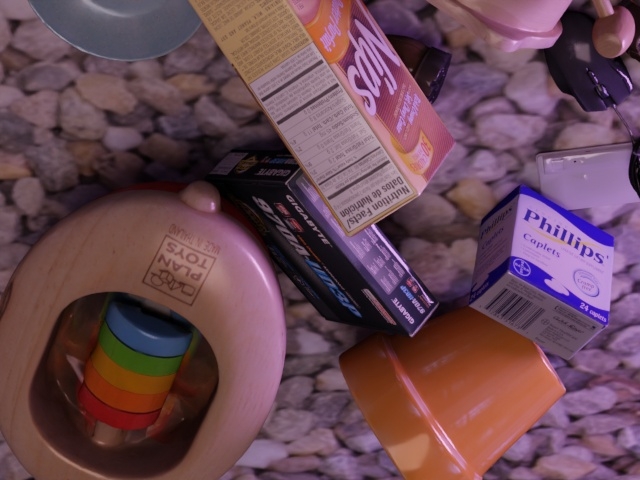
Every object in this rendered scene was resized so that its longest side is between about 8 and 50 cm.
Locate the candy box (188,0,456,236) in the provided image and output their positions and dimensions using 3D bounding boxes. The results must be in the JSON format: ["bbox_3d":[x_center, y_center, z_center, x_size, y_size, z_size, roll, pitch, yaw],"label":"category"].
[{"bbox_3d":[-0.008,-0.176,1.549,0.087,0.183,0.316,-32,97,23],"label":"candy box"}]

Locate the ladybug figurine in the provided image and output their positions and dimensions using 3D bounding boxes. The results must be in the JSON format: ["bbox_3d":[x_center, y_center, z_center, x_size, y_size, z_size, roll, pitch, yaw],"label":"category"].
[{"bbox_3d":[-0.186,0.101,1.789,0.305,0.162,0.449,27,126,-5],"label":"ladybug figurine"}]

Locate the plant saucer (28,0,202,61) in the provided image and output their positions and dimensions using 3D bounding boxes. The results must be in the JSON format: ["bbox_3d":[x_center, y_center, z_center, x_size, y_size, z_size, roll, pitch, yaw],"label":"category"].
[{"bbox_3d":[-0.196,-0.266,1.634,0.194,0.037,0.195,5,127,7],"label":"plant saucer"}]

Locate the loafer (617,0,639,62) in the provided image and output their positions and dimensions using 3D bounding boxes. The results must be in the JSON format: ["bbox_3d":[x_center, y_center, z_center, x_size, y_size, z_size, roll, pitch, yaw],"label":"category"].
[{"bbox_3d":[0.383,-0.164,1.639,0.220,0.078,0.080,20,122,-9],"label":"loafer"}]

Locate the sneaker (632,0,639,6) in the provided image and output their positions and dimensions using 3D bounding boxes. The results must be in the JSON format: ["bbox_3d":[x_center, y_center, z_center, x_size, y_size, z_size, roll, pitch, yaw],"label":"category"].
[{"bbox_3d":[0.358,-0.327,1.526,0.276,0.135,0.097,-43,115,1],"label":"sneaker"}]

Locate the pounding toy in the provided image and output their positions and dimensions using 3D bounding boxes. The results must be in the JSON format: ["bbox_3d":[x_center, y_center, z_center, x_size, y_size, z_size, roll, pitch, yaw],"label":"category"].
[{"bbox_3d":[0.187,-0.275,1.554,0.269,0.154,0.155,35,120,4],"label":"pounding toy"}]

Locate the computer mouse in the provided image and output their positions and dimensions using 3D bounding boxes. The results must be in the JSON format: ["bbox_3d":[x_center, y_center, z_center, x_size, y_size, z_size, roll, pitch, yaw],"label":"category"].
[{"bbox_3d":[0.295,-0.124,1.684,0.071,0.041,0.242,-29,112,17],"label":"computer mouse"}]

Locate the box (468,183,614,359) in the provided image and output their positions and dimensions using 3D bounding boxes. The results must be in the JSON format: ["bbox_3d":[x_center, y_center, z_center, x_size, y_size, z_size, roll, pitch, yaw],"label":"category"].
[{"bbox_3d":[0.230,0.031,1.738,0.126,0.137,0.072,29,132,-14],"label":"box"}]

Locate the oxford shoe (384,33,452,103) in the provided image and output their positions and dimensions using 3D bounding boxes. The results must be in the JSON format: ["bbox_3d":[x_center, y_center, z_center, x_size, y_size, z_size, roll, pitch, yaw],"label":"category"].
[{"bbox_3d":[0.051,-0.112,1.708,0.096,0.083,0.227,25,119,6],"label":"oxford shoe"}]

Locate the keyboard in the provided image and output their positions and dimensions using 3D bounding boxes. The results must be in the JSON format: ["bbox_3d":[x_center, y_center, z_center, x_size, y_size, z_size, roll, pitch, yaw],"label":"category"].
[{"bbox_3d":[0.354,-0.073,1.742,0.256,0.014,0.072,-6,127,9],"label":"keyboard"}]

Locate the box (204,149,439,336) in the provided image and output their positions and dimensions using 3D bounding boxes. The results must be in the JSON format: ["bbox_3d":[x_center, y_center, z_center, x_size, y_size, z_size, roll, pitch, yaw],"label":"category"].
[{"bbox_3d":[0.000,0.000,1.728,0.051,0.175,0.220,-49,116,-19],"label":"box"}]

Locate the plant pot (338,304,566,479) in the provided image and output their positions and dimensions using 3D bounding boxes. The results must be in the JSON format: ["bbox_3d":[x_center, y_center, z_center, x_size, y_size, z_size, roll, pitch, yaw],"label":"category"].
[{"bbox_3d":[0.152,0.160,1.810,0.188,0.205,0.205,-33,116,5],"label":"plant pot"}]
